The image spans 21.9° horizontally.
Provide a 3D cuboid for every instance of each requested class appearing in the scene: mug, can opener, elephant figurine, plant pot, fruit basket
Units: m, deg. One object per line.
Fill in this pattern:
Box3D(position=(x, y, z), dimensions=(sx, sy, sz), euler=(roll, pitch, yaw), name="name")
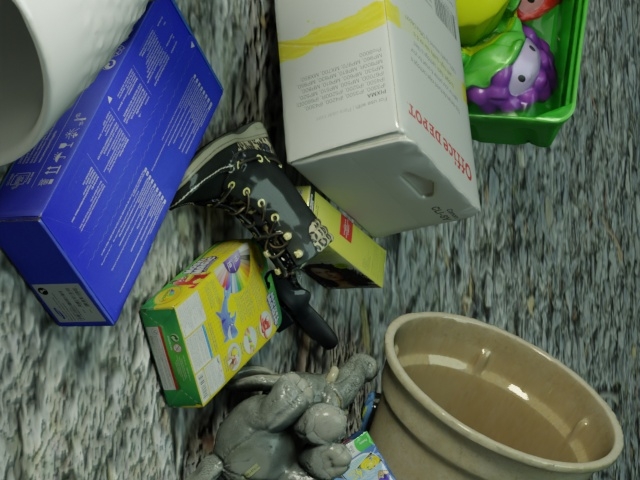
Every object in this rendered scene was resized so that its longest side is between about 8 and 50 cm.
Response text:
Box3D(position=(-0.276, -0.237, 1.439), dimensions=(0.328, 0.276, 0.374), euler=(-58, 172, -40), name="mug")
Box3D(position=(-0.028, 0.090, 2.116), dimensions=(0.059, 0.073, 0.186), euler=(57, 7, 31), name="can opener")
Box3D(position=(-0.038, 0.213, 1.980), dimensions=(0.169, 0.186, 0.239), euler=(-63, -172, 15), name="elephant figurine")
Box3D(position=(0.178, 0.310, 2.169), dimensions=(0.334, 0.334, 0.305), euler=(-25, 144, -61), name="plant pot")
Box3D(position=(0.262, -0.356, 2.512), dimensions=(0.392, 0.283, 0.392), euler=(5, 90, -79), name="fruit basket")

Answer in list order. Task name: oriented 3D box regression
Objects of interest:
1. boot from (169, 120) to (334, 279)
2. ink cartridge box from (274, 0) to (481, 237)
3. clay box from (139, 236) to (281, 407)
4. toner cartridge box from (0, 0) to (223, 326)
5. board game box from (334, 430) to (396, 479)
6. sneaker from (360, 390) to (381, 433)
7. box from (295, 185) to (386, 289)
Box3D(position=(-0.081, -0.035, 1.905), dimensions=(0.178, 0.085, 0.236), euler=(55, 28, -1), name="boot")
Box3D(position=(0.069, -0.232, 2.122), dimensions=(0.279, 0.160, 0.384), euler=(38, 41, -57), name="ink cartridge box")
Box3D(position=(-0.121, 0.087, 1.920), dimensions=(0.222, 0.053, 0.127), euler=(-44, 125, -57), name="clay box")
Box3D(position=(-0.217, -0.094, 1.726), dimensions=(0.165, 0.075, 0.347), euler=(63, 36, -41), name="toner cartridge box")
Box3D(position=(0.006, 0.340, 1.997), dimensions=(0.201, 0.035, 0.136), euler=(-33, 95, -20), name="board game box")
Box3D(position=(0.110, 0.272, 2.325), dimensions=(0.188, 0.078, 0.067), euler=(60, 38, -42), name="sneaker")
Box3D(position=(0.000, 0.000, 2.129), dimensions=(0.232, 0.087, 0.058), euler=(39, 54, -54), name="box")
